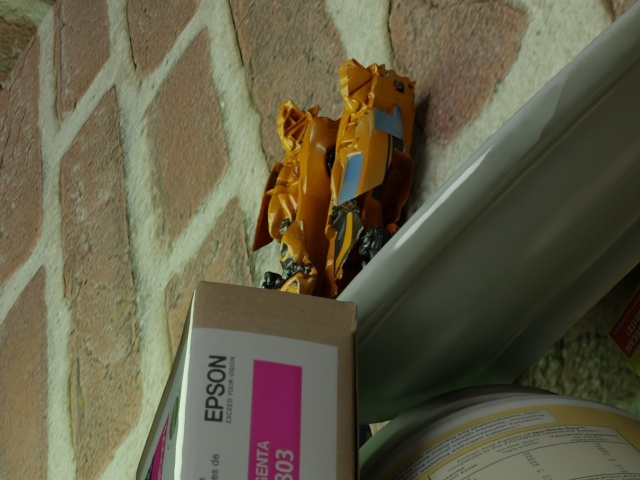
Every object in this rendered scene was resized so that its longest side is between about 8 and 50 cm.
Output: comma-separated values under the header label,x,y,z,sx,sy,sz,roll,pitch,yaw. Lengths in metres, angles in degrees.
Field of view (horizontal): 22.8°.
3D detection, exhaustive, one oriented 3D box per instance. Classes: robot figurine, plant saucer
label,x,y,z,sx,sy,sz,roll,pitch,yaw
robot figurine,0.000,0.000,1.357,0.211,0.085,0.291,-28,44,52
plant saucer,0.139,-0.006,0.964,0.400,0.100,0.400,-43,-8,-7

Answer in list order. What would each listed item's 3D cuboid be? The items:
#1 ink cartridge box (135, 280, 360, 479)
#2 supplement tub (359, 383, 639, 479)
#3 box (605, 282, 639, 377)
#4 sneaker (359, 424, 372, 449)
label,x,y,z,sx,sy,sz,roll,pitch,yaw
ink cartridge box,-0.046,0.169,0.780,0.193,0.088,0.235,111,165,-48
supplement tub,0.123,0.213,0.749,0.241,0.241,0.331,-62,14,7
box,0.245,0.086,0.868,0.087,0.058,0.232,-57,27,18
sneaker,0.040,0.233,1.089,0.131,0.112,0.319,-26,50,30
